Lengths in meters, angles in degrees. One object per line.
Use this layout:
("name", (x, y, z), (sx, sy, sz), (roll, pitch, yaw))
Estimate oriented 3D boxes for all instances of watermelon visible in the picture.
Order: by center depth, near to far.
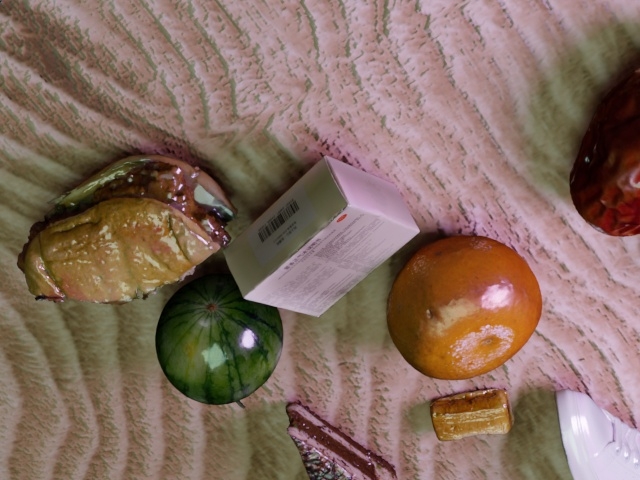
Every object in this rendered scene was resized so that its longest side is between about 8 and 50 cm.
("watermelon", (-0.147, 0.148, 1.712), (0.188, 0.188, 0.215), (3, 149, 2))

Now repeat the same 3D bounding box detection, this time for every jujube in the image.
("jujube", (0.443, -0.121, 1.502), (0.197, 0.197, 0.290), (25, 136, -13))

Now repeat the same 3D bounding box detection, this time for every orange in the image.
("orange", (0.201, 0.091, 1.662), (0.224, 0.170, 0.224), (-11, 136, -11))

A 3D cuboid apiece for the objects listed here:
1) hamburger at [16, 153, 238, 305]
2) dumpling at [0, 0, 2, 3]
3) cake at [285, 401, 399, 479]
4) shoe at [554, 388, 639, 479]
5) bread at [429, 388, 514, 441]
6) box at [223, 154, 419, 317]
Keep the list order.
("hamburger", (-0.267, -0.015, 1.626), (0.282, 0.155, 0.245), (17, 119, -4))
("dumpling", (-0.437, -0.377, 1.429), (0.247, 0.142, 0.173), (-23, 84, 25))
("cake", (0.042, 0.355, 1.880), (0.135, 0.112, 0.246), (-19, 113, 3))
("shoe", (0.491, 0.354, 1.843), (0.160, 0.132, 0.363), (-21, 124, 17))
("bread", (0.238, 0.276, 1.849), (0.132, 0.053, 0.074), (-12, 118, 11))
("box", (0.000, 0.000, 1.612), (0.212, 0.095, 0.168), (-41, 147, 24))
